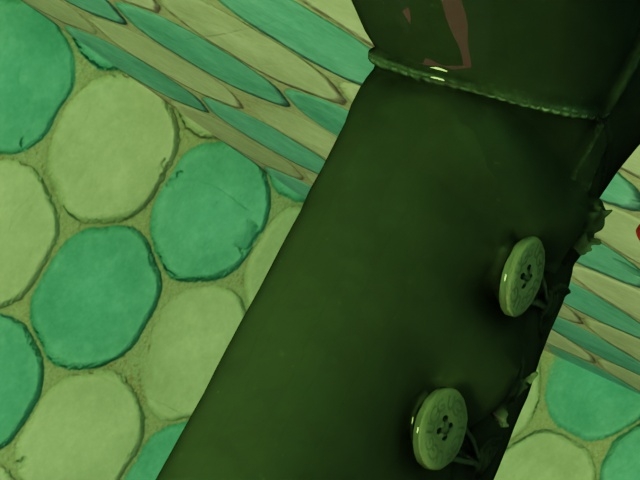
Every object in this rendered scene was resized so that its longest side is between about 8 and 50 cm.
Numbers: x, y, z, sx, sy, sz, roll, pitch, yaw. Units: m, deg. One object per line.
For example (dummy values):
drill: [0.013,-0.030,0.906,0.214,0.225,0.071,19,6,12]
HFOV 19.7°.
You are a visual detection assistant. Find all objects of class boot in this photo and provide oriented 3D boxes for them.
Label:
boot: [0.001,0.001,0.854,0.146,0.445,0.367,24,173,46]

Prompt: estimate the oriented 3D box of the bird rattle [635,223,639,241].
bird rattle: [0.336,0.031,1.177,0.253,0.143,0.207,30,-168,28]
